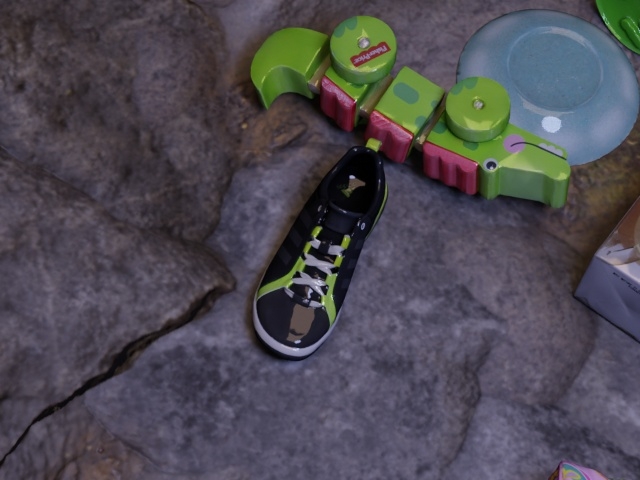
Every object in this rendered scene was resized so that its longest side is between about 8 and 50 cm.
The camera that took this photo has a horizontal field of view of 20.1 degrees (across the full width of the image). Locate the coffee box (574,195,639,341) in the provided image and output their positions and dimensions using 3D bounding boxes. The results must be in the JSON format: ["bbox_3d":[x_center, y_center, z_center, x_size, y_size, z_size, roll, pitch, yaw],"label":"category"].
[{"bbox_3d":[0.378,-0.012,1.762,0.141,0.098,0.246,36,65,12],"label":"coffee box"}]

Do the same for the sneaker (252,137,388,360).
[{"bbox_3d":[0.000,0.000,1.717,0.084,0.097,0.235,21,62,5],"label":"sneaker"}]

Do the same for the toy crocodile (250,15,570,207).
[{"bbox_3d":[0.091,-0.120,1.783,0.340,0.115,0.105,29,69,11],"label":"toy crocodile"}]

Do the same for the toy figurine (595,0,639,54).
[{"bbox_3d":[0.399,-0.264,1.903,0.159,0.130,0.173,-32,92,-30],"label":"toy figurine"}]

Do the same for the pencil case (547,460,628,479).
[{"bbox_3d":[0.317,0.282,1.591,0.284,0.124,0.124,17,62,2],"label":"pencil case"}]

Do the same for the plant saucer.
[{"bbox_3d":[0.239,-0.169,1.866,0.195,0.037,0.195,3,62,-5],"label":"plant saucer"}]
